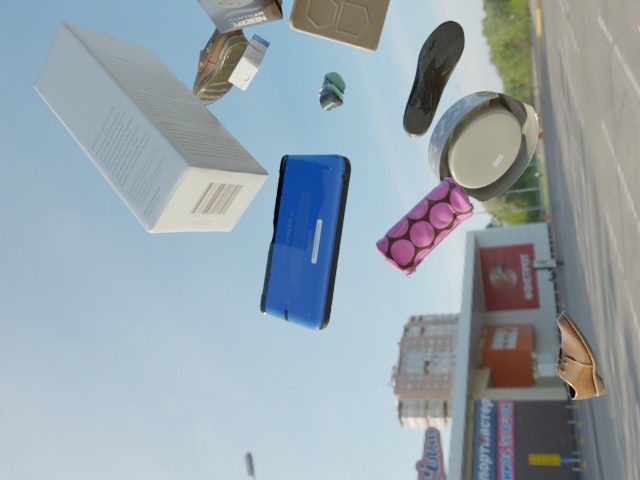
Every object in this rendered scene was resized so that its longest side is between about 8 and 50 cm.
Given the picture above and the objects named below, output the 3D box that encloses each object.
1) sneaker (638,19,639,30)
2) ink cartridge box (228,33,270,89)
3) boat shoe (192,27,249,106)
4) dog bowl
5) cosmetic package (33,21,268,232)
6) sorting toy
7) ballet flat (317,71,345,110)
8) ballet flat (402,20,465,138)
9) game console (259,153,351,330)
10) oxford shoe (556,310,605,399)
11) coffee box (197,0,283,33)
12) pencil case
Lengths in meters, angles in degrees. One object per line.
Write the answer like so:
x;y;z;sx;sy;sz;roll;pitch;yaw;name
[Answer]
0.569;-0.395;1.002;0.057;0.047;0.119;-17;-41;-39;sneaker
-0.182;-0.457;1.570;0.052;0.088;0.123;28;-135;-16;ink cartridge box
-0.308;-0.527;1.831;0.110;0.307;0.105;-17;-108;-45;boat shoe
0.475;-0.282;1.824;0.102;0.348;0.349;54;172;48;dog bowl
-0.341;-0.221;1.219;0.453;0.162;0.230;47;-156;23;cosmetic package
0.050;-0.538;1.359;0.038;0.208;0.193;-126;51;-79;sorting toy
0.024;-0.385;1.595;0.203;0.074;0.074;-87;-18;-60;ballet flat
0.233;-0.332;1.276;0.058;0.084;0.250;1;-72;-80;ballet flat
0.000;0.000;1.125;0.173;0.250;0.293;7;-88;-40;game console
0.502;0.237;1.220;0.076;0.076;0.212;-92;-21;-69;oxford shoe
-0.167;-0.498;1.128;0.246;0.141;0.098;38;-136;-74;coffee box
0.211;-0.025;1.212;0.098;0.209;0.095;46;-176;17;pencil case
